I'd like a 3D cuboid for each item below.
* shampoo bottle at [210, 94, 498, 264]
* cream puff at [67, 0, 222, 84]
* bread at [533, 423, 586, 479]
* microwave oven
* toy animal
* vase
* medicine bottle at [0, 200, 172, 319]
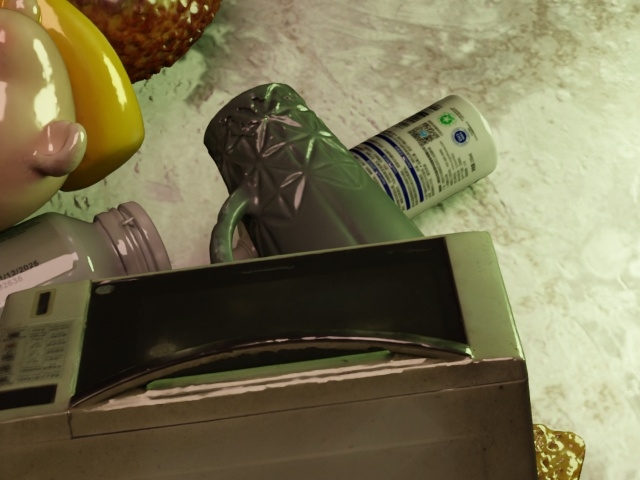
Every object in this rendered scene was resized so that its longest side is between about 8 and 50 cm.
[{"bbox_3d":[0.028,-0.037,1.776,0.303,0.092,0.092,-30,64,-20],"label":"shampoo bottle"},{"bbox_3d":[-0.239,-0.273,1.831,0.350,0.228,0.350,0,33,0],"label":"cream puff"},{"bbox_3d":[0.144,0.277,1.587,0.139,0.077,0.271,12,57,5],"label":"bread"},{"bbox_3d":[-0.037,0.183,1.413,0.394,0.333,0.247,-7,20,1],"label":"microwave oven"},{"bbox_3d":[-0.357,-0.110,1.629,0.345,0.277,0.247,-15,24,23],"label":"toy animal"},{"bbox_3d":[0.000,0.000,1.623,0.251,0.156,0.301,-10,56,-39],"label":"vase"},{"bbox_3d":[-0.247,0.047,1.652,0.215,0.135,0.135,-25,62,-19],"label":"medicine bottle"}]
